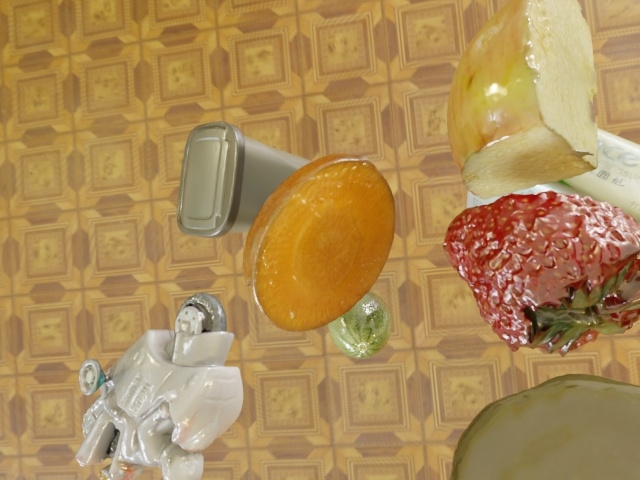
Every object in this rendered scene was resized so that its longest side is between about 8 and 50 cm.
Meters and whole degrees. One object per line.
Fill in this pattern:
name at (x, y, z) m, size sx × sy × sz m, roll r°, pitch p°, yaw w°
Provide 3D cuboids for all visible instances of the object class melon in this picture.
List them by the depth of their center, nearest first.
melon at (0.084, 0.174, 1.299) m, size 0.139 × 0.192 × 0.139 m, roll 0°, pitch 115°, yaw -1°

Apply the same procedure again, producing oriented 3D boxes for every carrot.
carrot at (0.000, 0.000, 0.991) m, size 0.100 × 0.259 × 0.307 m, roll 37°, pitch 105°, yaw 48°

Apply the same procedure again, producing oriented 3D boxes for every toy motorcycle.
toy motorcycle at (-0.169, 0.182, 0.643) m, size 0.260 × 0.110 × 0.170 m, roll -45°, pitch 55°, yaw 23°

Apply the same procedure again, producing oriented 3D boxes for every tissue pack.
tissue pack at (0.512, -0.063, 1.215) m, size 0.405 × 0.331 × 0.205 m, roll 34°, pitch 67°, yaw 29°

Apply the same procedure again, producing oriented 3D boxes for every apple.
apple at (0.338, -0.251, 0.998) m, size 0.252 × 0.314 × 0.308 m, roll 3°, pitch 70°, yaw 0°

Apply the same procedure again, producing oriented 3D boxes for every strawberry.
strawberry at (0.330, 0.036, 0.881) m, size 0.261 × 0.261 × 0.257 m, roll -25°, pitch 48°, yaw 10°

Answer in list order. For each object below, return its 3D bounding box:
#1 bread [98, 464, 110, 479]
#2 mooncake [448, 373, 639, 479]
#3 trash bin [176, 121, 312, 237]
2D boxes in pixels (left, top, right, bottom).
bread at (-0.334, 0.410, 1.007) m, size 0.046 × 0.081 × 0.083 m, roll -37°, pitch 82°, yaw -25°
mooncake at (0.325, 0.348, 0.687) m, size 0.379 × 0.201 × 0.378 m, roll -12°, pitch 58°, yaw 20°
trash bin at (-0.144, -0.106, 1.233) m, size 0.219 × 0.250 × 0.219 m, roll 8°, pitch 91°, yaw 44°
